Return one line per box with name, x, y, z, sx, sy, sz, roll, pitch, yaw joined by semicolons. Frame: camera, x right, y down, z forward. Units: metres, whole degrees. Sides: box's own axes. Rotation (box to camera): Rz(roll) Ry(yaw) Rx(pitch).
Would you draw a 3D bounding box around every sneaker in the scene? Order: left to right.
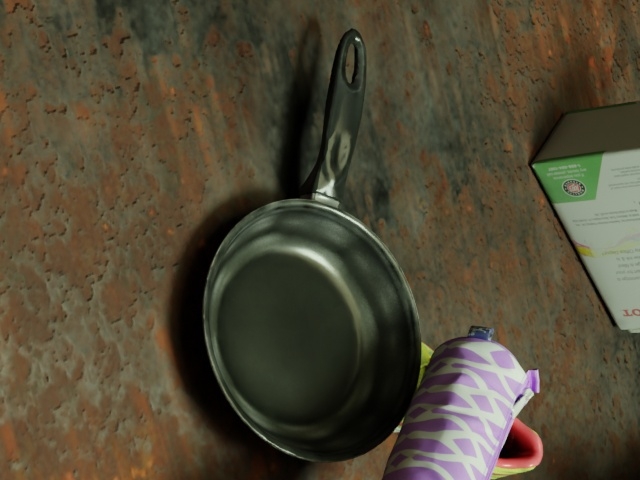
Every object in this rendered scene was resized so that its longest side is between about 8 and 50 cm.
sneaker;0.108;0.132;1.358;0.208;0.094;0.081;37;61;-39

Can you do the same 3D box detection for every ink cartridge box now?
ink cartridge box;0.318;-0.023;1.565;0.093;0.154;0.212;-53;123;-39

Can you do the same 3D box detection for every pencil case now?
pencil case;0.097;0.159;1.220;0.206;0.088;0.086;-61;158;-47

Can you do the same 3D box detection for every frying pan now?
frying pan;-0.023;0.005;1.248;0.197;0.053;0.326;-6;80;-38
